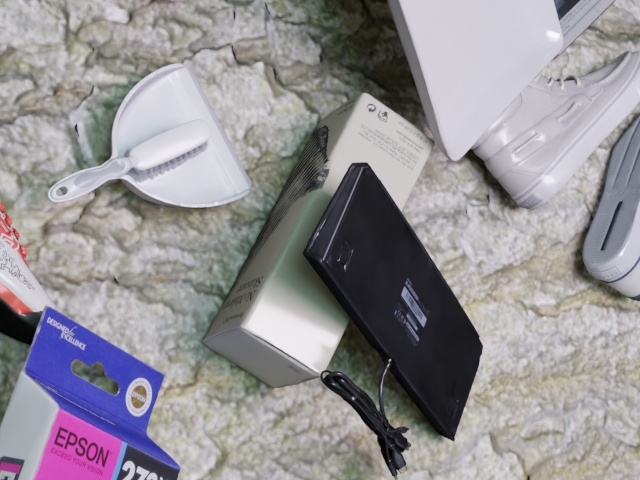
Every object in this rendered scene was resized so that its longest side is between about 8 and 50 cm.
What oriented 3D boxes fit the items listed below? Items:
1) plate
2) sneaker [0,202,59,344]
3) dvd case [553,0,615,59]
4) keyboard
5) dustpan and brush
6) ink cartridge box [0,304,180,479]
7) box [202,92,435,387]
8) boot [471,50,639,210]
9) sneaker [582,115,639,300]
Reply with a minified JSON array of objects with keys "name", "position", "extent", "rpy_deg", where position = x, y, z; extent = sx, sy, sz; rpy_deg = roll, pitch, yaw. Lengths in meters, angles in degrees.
[{"name":"plate","position":[0.141,-0.260,1.282],"extent":[0.278,0.045,0.277],"rpy_deg":[-46,125,-42]},{"name":"sneaker","position":[-0.302,-0.035,1.114],"extent":[0.270,0.090,0.145],"rpy_deg":[40,61,-15]},{"name":"dvd case","position":[0.244,-0.349,1.481],"extent":[0.179,0.029,0.238],"rpy_deg":[-44,99,-27]},{"name":"keyboard","position":[0.064,0.094,1.201],"extent":[0.317,0.033,0.201],"rpy_deg":[54,49,-42]},{"name":"dustpan and brush","position":[-0.169,-0.076,1.203],"extent":[0.211,0.060,0.147],"rpy_deg":[-28,91,-28]},{"name":"ink cartridge box","position":[-0.216,0.256,1.058],"extent":[0.176,0.069,0.370],"rpy_deg":[41,56,-50]},{"name":"box","position":[0.000,0.000,1.238],"extent":[0.094,0.113,0.275],"rpy_deg":[34,65,-15]},{"name":"boot","position":[0.264,-0.157,1.409],"extent":[0.123,0.095,0.258],"rpy_deg":[46,61,-5]},{"name":"sneaker","position":[0.375,-0.049,1.449],"extent":[0.091,0.094,0.258],"rpy_deg":[42,67,-31]}]
